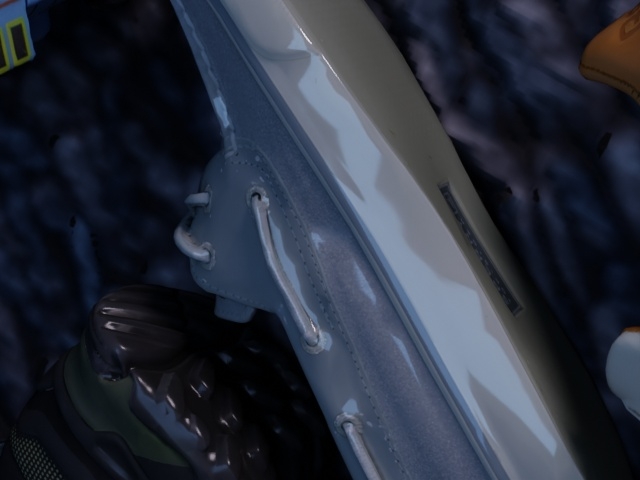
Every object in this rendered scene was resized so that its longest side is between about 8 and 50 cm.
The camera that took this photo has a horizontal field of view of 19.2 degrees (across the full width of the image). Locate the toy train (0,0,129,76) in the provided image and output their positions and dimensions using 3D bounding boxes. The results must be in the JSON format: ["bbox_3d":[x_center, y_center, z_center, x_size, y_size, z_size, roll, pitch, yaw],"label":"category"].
[{"bbox_3d":[-0.099,-0.100,0.518,0.080,0.184,0.105,5,115,29],"label":"toy train"}]

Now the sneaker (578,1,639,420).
[{"bbox_3d":[0.148,0.059,0.466,0.123,0.106,0.290,-25,76,33],"label":"sneaker"}]

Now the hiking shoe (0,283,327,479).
[{"bbox_3d":[-0.020,0.128,0.557,0.114,0.086,0.227,-42,71,34],"label":"hiking shoe"}]

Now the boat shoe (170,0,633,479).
[{"bbox_3d":[0.001,0.000,0.529,0.081,0.079,0.227,-32,84,18],"label":"boat shoe"}]
